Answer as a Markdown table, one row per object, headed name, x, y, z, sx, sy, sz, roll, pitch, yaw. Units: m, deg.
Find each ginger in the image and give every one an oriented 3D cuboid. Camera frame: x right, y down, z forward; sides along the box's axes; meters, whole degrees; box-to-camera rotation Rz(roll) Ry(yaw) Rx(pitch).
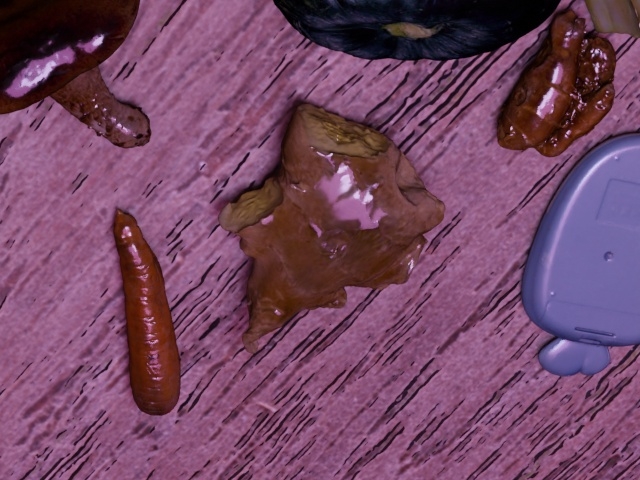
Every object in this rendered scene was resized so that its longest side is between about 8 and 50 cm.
| name | x | y | z | sx | sy | sz | roll | pitch | yaw |
| --- | --- | --- | --- | --- | --- | --- | --- | --- | --- |
| ginger | 0.000 | 0.000 | 2.006 | 0.219 | 0.123 | 0.270 | 22 | 120 | -17 |
| ginger | 0.259 | -0.153 | 2.002 | 0.103 | 0.073 | 0.162 | 19 | 111 | -20 |

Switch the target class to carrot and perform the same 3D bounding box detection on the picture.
| name | x | y | z | sx | sy | sz | roll | pitch | yaw |
| --- | --- | --- | --- | --- | --- | --- | --- | --- | --- |
| carrot | -0.186 | 0.079 | 2.044 | 0.059 | 0.059 | 0.247 | -9 | 115 | -7 |

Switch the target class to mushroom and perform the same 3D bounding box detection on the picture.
| name | x | y | z | sx | sy | sz | roll | pitch | yaw |
| --- | --- | --- | --- | --- | --- | --- | --- | --- | --- |
| mushroom | -0.248 | -0.151 | 1.887 | 0.227 | 0.148 | 0.217 | -23 | 135 | 7 |

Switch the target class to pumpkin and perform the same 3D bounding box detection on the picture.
| name | x | y | z | sx | sy | sz | roll | pitch | yaw |
| --- | --- | --- | --- | --- | --- | --- | --- | --- | --- |
| pumpkin | 0.089 | -0.295 | 1.779 | 0.315 | 0.315 | 0.238 | -1 | 82 | -11 |

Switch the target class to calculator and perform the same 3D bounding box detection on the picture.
| name | x | y | z | sx | sy | sz | roll | pitch | yaw |
| --- | --- | --- | --- | --- | --- | --- | --- | --- | --- |
| calculator | 0.324 | 0.022 | 2.122 | 0.188 | 0.042 | 0.302 | 9 | 111 | -16 |

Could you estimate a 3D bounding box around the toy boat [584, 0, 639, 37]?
| name | x | y | z | sx | sy | sz | roll | pitch | yaw |
| --- | --- | --- | --- | --- | --- | --- | --- | --- | --- |
| toy boat | 0.403 | -0.292 | 1.956 | 0.276 | 0.084 | 0.111 | -23 | 117 | 2 |
